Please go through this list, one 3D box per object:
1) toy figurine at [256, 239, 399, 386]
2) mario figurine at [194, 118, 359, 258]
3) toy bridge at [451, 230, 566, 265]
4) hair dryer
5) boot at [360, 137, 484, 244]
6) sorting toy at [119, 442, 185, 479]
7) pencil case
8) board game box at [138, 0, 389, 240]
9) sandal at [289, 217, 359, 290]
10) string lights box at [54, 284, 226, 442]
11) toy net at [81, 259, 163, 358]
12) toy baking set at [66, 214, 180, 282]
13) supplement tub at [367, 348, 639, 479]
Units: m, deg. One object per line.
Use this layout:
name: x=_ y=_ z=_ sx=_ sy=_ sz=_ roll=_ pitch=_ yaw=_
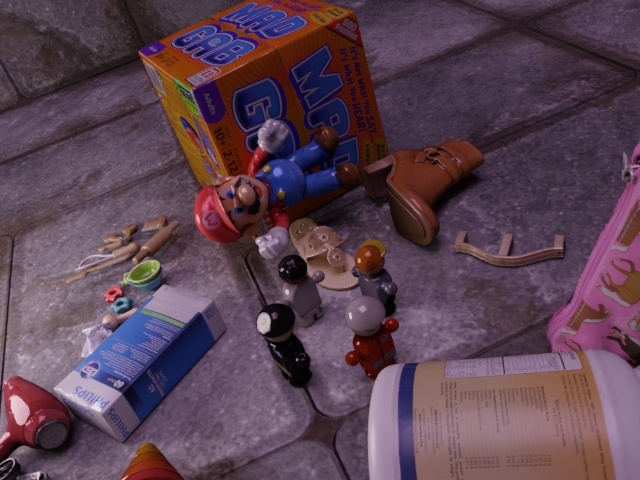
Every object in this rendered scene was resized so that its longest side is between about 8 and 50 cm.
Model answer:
toy figurine: x=0.017 y=0.107 z=1.012 sx=0.212 sy=0.148 sz=0.210 roll=-7 pitch=37 yaw=16
mario figurine: x=-0.081 y=-0.098 z=1.190 sx=0.320 sy=0.170 sz=0.198 roll=-29 pitch=49 yaw=-20
toy bridge: x=0.317 y=0.016 z=1.109 sx=0.188 sy=0.026 sz=0.063 roll=3 pitch=42 yaw=26
hair dryer: x=-0.500 y=0.321 z=1.011 sx=0.223 sy=0.080 sz=0.294 roll=-15 pitch=35 yaw=5
boot: x=0.226 y=-0.108 z=1.265 sx=0.220 sy=0.109 sz=0.283 roll=-20 pitch=28 yaw=-9
sorting toy: x=-0.344 y=0.364 z=0.856 sx=0.365 sy=0.127 sz=0.126 roll=-21 pitch=30 yaw=-6
pencil case: x=0.391 y=0.032 z=0.756 sx=0.160 sy=0.386 sz=0.167 roll=-36 pitch=57 yaw=-29
board game box: x=-0.119 y=-0.288 z=1.413 sx=0.356 sy=0.357 sz=0.356 roll=-30 pitch=38 yaw=-15
sandal: x=-0.006 y=0.003 z=1.218 sx=0.088 sy=0.079 sz=0.240 roll=-26 pitch=37 yaw=-12
string lights box: x=-0.296 y=0.196 z=1.090 sx=0.133 sy=0.077 sz=0.260 roll=12 pitch=45 yaw=36
toy net: x=-0.401 y=0.126 z=1.255 sx=0.122 sy=0.045 sz=0.232 roll=5 pitch=42 yaw=28
toy baking set: x=-0.426 y=0.022 z=1.412 sx=0.196 sy=0.030 sz=0.256 roll=-9 pitch=28 yaw=25
supplement tub: x=0.224 y=0.236 z=0.685 sx=0.315 sy=0.229 sz=0.228 roll=-7 pitch=37 yaw=15
